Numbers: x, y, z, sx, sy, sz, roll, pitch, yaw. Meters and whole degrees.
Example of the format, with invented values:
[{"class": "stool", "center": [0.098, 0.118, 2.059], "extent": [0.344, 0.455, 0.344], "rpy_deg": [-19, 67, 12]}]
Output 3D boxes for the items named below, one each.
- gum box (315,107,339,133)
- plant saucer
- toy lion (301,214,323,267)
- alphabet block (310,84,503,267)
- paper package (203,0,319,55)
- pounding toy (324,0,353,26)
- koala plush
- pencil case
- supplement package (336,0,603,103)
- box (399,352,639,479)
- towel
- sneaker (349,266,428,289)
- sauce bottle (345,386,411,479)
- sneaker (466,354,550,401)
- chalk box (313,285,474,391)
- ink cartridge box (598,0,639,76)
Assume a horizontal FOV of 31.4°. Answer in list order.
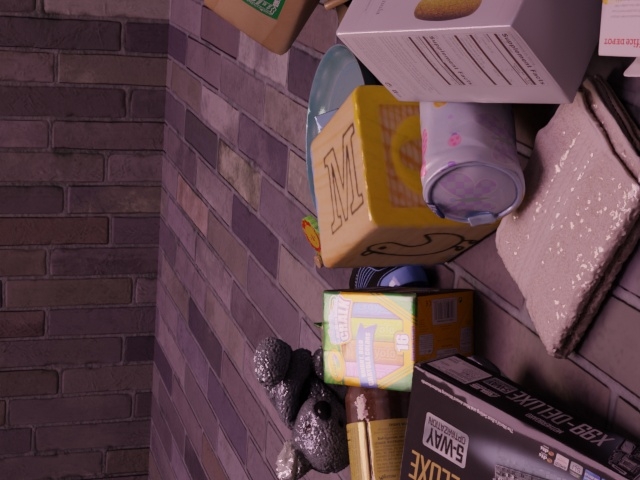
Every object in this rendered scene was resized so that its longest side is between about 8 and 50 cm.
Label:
[{"class": "gum box", "center": [0.057, -0.099, 1.693], "extent": [0.157, 0.041, 0.184], "rpy_deg": [-11, -96, -73]}, {"class": "plant saucer", "center": [0.042, -0.171, 1.924], "extent": [0.317, 0.043, 0.317], "rpy_deg": [179, 90, -71]}, {"class": "toy lion", "center": [0.000, 0.000, 2.011], "extent": [0.096, 0.034, 0.100], "rpy_deg": [65, 162, -8]}, {"class": "alphabet block", "center": [0.109, -0.081, 1.511], "extent": [0.197, 0.192, 0.193], "rpy_deg": [135, 129, -66]}, {"class": "paper package", "center": [-0.031, -0.477, 1.688], "extent": [0.309, 0.168, 0.325], "rpy_deg": [-62, 4, -13]}, {"class": "pounding toy", "center": [0.067, -0.403, 1.669], "extent": [0.269, 0.155, 0.154], "rpy_deg": [158, 109, -68]}, {"class": "koala plush", "center": [0.001, 0.289, 1.868], "extent": [0.203, 0.196, 0.221], "rpy_deg": [93, 164, -49]}, {"class": "pencil case", "center": [0.177, -0.150, 1.350], "extent": [0.113, 0.124, 0.273], "rpy_deg": [-20, 49, 26]}, {"class": "supplement package", "center": [0.165, -0.240, 1.226], "extent": [0.244, 0.134, 0.139], "rpy_deg": [8, 66, 46]}, {"class": "box", "center": [0.216, 0.290, 1.224], "extent": [0.307, 0.076, 0.242], "rpy_deg": [26, 117, 44]}, {"class": "towel", "center": [0.274, -0.023, 1.245], "extent": [0.187, 0.049, 0.282], "rpy_deg": [-108, 25, -42]}, {"class": "sneaker", "center": [0.093, 0.055, 1.724], "extent": [0.232, 0.081, 0.090], "rpy_deg": [139, 123, -66]}, {"class": "sauce bottle", "center": [0.094, 0.283, 1.690], "extent": [0.111, 0.111, 0.344], "rpy_deg": [144, 124, -67]}, {"class": "sneaker", "center": [0.245, 0.224, 1.343], "extent": [0.224, 0.083, 0.098], "rpy_deg": [48, 177, 44]}, {"class": "chalk box", "center": [0.086, 0.130, 1.546], "extent": [0.213, 0.132, 0.132], "rpy_deg": [-1, 90, 44]}, {"class": "ink cartridge box", "center": [0.319, -0.220, 1.041], "extent": [0.092, 0.090, 0.143], "rpy_deg": [-149, 60, -68]}]
